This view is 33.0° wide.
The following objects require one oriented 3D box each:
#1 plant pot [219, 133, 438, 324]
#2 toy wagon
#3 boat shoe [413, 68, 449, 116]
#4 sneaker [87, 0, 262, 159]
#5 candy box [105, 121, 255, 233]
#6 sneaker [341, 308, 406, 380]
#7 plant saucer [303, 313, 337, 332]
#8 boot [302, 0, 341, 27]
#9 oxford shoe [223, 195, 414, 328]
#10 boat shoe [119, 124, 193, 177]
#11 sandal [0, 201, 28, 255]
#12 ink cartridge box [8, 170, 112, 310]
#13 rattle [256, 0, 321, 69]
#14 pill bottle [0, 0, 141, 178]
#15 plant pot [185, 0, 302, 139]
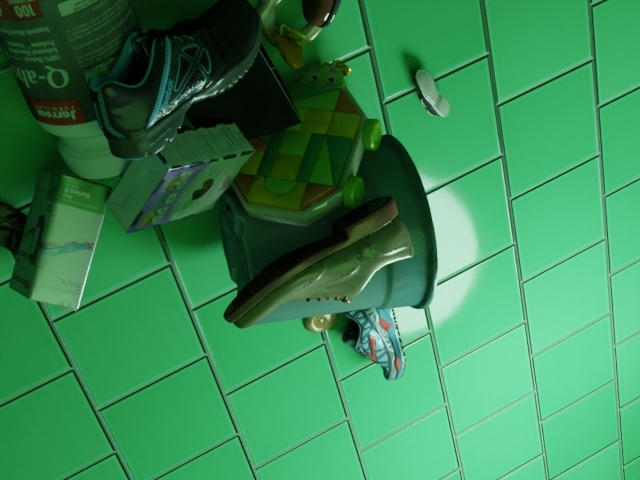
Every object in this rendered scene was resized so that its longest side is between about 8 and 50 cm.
[{"bbox_3d":[0.000,0.000,2.020,0.334,0.341,0.341,-13,125,-13],"label":"plant pot"},{"bbox_3d":[-0.030,-0.189,1.906,0.068,0.267,0.344,62,42,-59],"label":"toy wagon"},{"bbox_3d":[0.210,-0.289,2.127,0.125,0.038,0.046,43,61,-42],"label":"boat shoe"},{"bbox_3d":[-0.209,-0.273,1.617,0.341,0.125,0.140,-54,140,-30],"label":"sneaker"},{"bbox_3d":[-0.227,-0.105,1.760,0.196,0.070,0.165,-19,157,-48],"label":"candy box"},{"bbox_3d":[0.109,0.206,2.361,0.125,0.104,0.262,-16,123,0],"label":"sneaker"},{"bbox_3d":[0.003,0.166,2.309,0.083,0.015,0.083,-14,125,-22],"label":"plant saucer"},{"bbox_3d":[-0.102,-0.438,1.622,0.280,0.096,0.264,-13,124,-23],"label":"boot"},{"bbox_3d":[0.003,0.066,1.818,0.348,0.123,0.130,-32,104,-2],"label":"oxford shoe"},{"bbox_3d":[-0.268,-0.149,1.874,0.072,0.190,0.068,17,65,-43],"label":"boat shoe"},{"bbox_3d":[-0.505,0.008,1.887,0.219,0.060,0.090,36,82,-26],"label":"sandal"},{"bbox_3d":[-0.435,-0.002,1.798,0.093,0.154,0.213,14,90,-28],"label":"ink cartridge box"},{"bbox_3d":[-0.007,-0.404,1.866,0.199,0.143,0.130,-34,112,0],"label":"rattle"},{"bbox_3d":[-0.374,-0.290,1.672,0.210,0.210,0.363,-26,128,-14],"label":"pill bottle"},{"bbox_3d":[-0.163,-0.273,1.838,0.167,0.188,0.187,-28,131,5],"label":"plant pot"}]
